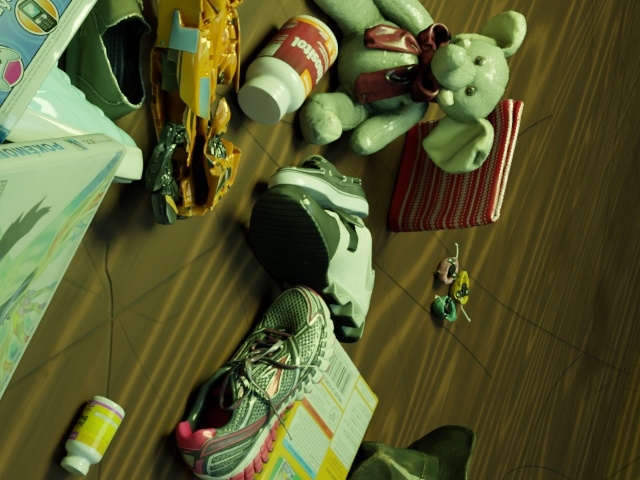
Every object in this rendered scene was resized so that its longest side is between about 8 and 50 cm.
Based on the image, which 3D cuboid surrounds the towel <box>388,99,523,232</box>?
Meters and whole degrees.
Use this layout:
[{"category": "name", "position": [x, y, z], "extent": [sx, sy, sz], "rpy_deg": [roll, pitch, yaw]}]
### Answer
[{"category": "towel", "position": [0.204, -0.112, 1.652], "extent": [0.031, 0.275, 0.199], "rpy_deg": [19, 79, -27]}]

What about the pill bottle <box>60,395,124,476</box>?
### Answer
[{"category": "pill bottle", "position": [-0.255, 0.219, 1.170], "extent": [0.043, 0.043, 0.083], "rpy_deg": [58, 48, -44]}]

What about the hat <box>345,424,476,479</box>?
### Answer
[{"category": "hat", "position": [0.088, 0.379, 1.598], "extent": [0.134, 0.331, 0.331], "rpy_deg": [38, 55, -9]}]

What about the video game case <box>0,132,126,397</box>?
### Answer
[{"category": "video game case", "position": [-0.297, 0.066, 0.864], "extent": [0.329, 0.036, 0.300], "rpy_deg": [-61, 174, 13]}]

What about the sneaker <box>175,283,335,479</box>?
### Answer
[{"category": "sneaker", "position": [-0.079, 0.177, 1.372], "extent": [0.299, 0.121, 0.112], "rpy_deg": [-62, 139, -31]}]

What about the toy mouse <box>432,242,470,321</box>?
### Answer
[{"category": "toy mouse", "position": [0.230, 0.089, 1.922], "extent": [0.143, 0.031, 0.161], "rpy_deg": [-20, 111, -55]}]

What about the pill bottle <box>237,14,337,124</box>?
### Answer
[{"category": "pill bottle", "position": [-0.045, -0.224, 1.392], "extent": [0.152, 0.086, 0.086], "rpy_deg": [-57, 139, -35]}]

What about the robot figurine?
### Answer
[{"category": "robot figurine", "position": [-0.139, -0.159, 1.193], "extent": [0.211, 0.085, 0.291], "rpy_deg": [-65, 162, -67]}]

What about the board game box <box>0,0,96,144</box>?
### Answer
[{"category": "board game box", "position": [-0.312, -0.271, 0.833], "extent": [0.302, 0.086, 0.308], "rpy_deg": [35, 61, -18]}]

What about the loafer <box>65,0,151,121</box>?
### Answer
[{"category": "loafer", "position": [-0.217, -0.247, 1.117], "extent": [0.094, 0.087, 0.251], "rpy_deg": [-15, 108, -56]}]

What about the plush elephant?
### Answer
[{"category": "plush elephant", "position": [0.155, -0.245, 1.544], "extent": [0.330, 0.255, 0.272], "rpy_deg": [15, 82, -57]}]

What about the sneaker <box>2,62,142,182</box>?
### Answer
[{"category": "sneaker", "position": [-0.286, -0.158, 0.981], "extent": [0.366, 0.135, 0.150], "rpy_deg": [26, 77, -57]}]

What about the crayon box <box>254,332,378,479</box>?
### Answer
[{"category": "crayon box", "position": [-0.042, 0.307, 1.482], "extent": [0.203, 0.083, 0.323], "rpy_deg": [58, 47, -44]}]

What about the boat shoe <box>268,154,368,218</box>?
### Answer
[{"category": "boat shoe", "position": [-0.001, -0.083, 1.500], "extent": [0.228, 0.080, 0.076], "rpy_deg": [14, 65, -54]}]

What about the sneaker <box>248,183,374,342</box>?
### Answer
[{"category": "sneaker", "position": [0.000, 0.000, 1.477], "extent": [0.146, 0.122, 0.330], "rpy_deg": [-66, 153, -27]}]
